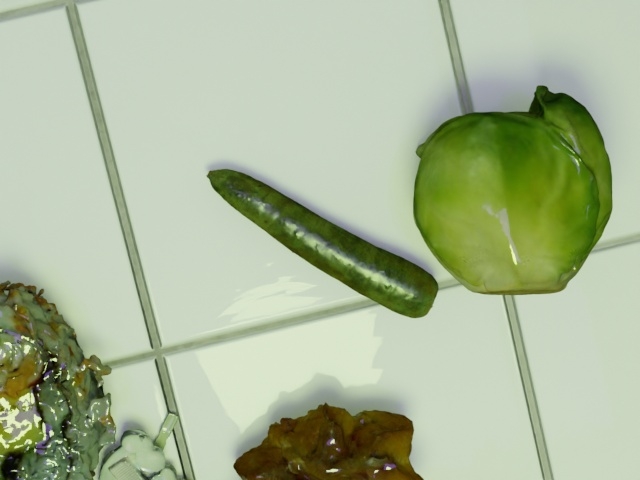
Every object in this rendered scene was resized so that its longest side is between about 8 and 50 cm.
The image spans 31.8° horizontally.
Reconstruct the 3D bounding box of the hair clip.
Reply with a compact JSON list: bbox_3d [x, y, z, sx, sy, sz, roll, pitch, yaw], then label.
[{"bbox_3d":[-0.246,0.348,1.560,0.116,0.049,0.172,-35,99,6],"label":"hair clip"}]

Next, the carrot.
[{"bbox_3d":[0.000,0.000,1.539,0.358,0.074,0.074,30,93,-4],"label":"carrot"}]

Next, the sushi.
[{"bbox_3d":[-0.467,0.241,1.484,0.417,0.176,0.417,0,88,-6],"label":"sushi"}]

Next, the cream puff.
[{"bbox_3d":[0.020,0.329,1.512,0.269,0.155,0.241,-44,71,-4],"label":"cream puff"}]

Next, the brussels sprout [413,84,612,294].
[{"bbox_3d":[0.252,-0.062,1.479,0.259,0.227,0.294,1,70,4],"label":"brussels sprout"}]

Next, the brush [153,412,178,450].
[{"bbox_3d":[-0.223,0.280,1.578,0.016,0.013,0.083,26,96,-2],"label":"brush"}]
